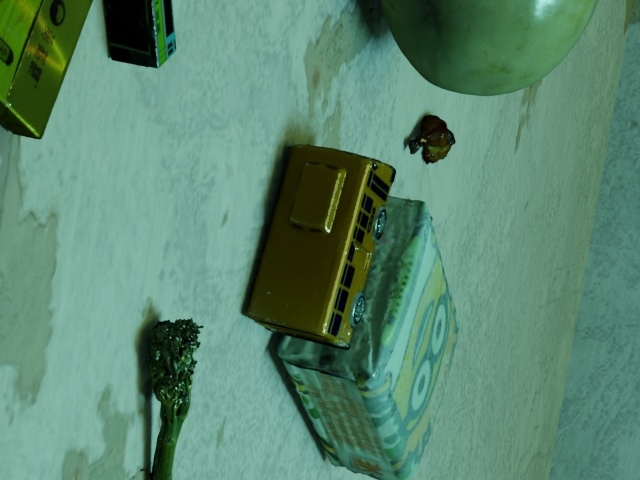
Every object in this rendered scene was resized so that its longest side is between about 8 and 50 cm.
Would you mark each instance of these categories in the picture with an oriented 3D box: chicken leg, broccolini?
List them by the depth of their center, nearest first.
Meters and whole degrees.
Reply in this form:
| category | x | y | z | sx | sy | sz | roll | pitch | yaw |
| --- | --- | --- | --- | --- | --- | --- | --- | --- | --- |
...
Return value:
| category | x | y | z | sx | sy | sz | roll | pitch | yaw |
| --- | --- | --- | --- | --- | --- | --- | --- | --- | --- |
| broccolini | -0.137 | 0.180 | 1.479 | 0.051 | 0.054 | 0.239 | -8 | 115 | -32 |
| chicken leg | 0.142 | -0.129 | 2.097 | 0.062 | 0.037 | 0.145 | -65 | 162 | 2 |

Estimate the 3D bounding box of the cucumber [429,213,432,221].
| category | x | y | z | sx | sy | sz | roll | pitch | yaw |
| --- | --- | --- | --- | --- | --- | --- | --- | --- | --- |
| cucumber | 0.105 | 0.078 | 2.085 | 0.044 | 0.043 | 0.256 | 125 | -24 | -84 |

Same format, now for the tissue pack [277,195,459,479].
| category | x | y | z | sx | sy | sz | roll | pitch | yaw |
| --- | --- | --- | --- | --- | --- | --- | --- | --- | --- |
| tissue pack | 0.064 | 0.115 | 1.876 | 0.311 | 0.128 | 0.228 | 70 | 36 | -58 |

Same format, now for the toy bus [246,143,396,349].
| category | x | y | z | sx | sy | sz | roll | pitch | yaw |
| --- | --- | --- | --- | --- | --- | --- | --- | --- | --- |
| toy bus | 0.000 | 0.000 | 1.678 | 0.114 | 0.098 | 0.201 | 34 | 70 | -69 |

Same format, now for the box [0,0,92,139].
| category | x | y | z | sx | sy | sz | roll | pitch | yaw |
| --- | --- | --- | --- | --- | --- | --- | --- | --- | --- |
| box | -0.216 | -0.160 | 1.095 | 0.193 | 0.030 | 0.121 | 52 | 53 | -64 |

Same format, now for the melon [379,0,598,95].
| category | x | y | z | sx | sy | sz | roll | pitch | yaw |
| --- | --- | --- | --- | --- | --- | --- | --- | --- | --- |
| melon | 0.182 | -0.300 | 1.772 | 0.272 | 0.272 | 0.308 | -59 | 139 | -44 |

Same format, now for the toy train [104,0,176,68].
| category | x | y | z | sx | sy | sz | roll | pitch | yaw |
| --- | --- | --- | --- | --- | --- | --- | --- | --- | --- |
| toy train | -0.140 | -0.234 | 1.238 | 0.042 | 0.044 | 0.209 | -52 | 148 | -50 |
